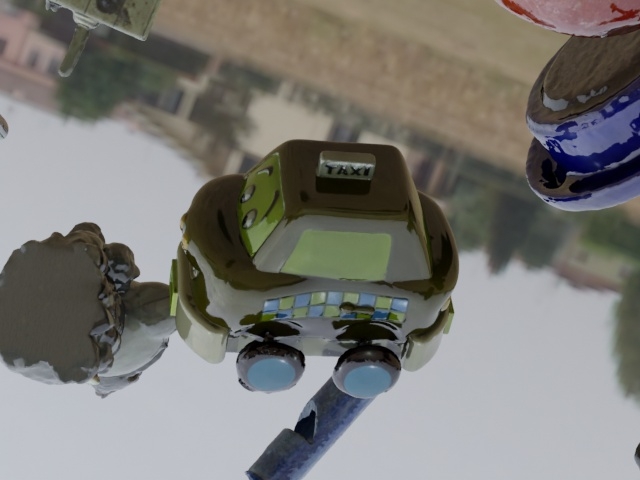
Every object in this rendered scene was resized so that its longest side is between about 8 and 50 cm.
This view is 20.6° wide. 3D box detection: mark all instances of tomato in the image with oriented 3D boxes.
[{"bbox_3d":[0.185,-0.180,1.189,0.159,0.091,0.139,-14,172,44],"label":"tomato"}]

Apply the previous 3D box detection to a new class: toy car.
[{"bbox_3d":[0.000,0.000,1.516,0.247,0.198,0.204,3,-136,-9],"label":"toy car"}]

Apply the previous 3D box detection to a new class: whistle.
[{"bbox_3d":[0.031,0.185,2.115,0.062,0.304,0.062,39,162,15],"label":"whistle"}]

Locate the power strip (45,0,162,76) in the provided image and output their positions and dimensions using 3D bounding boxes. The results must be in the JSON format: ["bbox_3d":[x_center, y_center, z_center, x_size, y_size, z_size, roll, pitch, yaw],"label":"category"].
[{"bbox_3d":[-0.122,-0.234,1.184,0.092,0.268,0.034,21,-177,-41],"label":"power strip"}]

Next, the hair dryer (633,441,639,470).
[{"bbox_3d":[0.312,0.190,1.178,0.244,0.116,0.302,-22,-176,28],"label":"hair dryer"}]

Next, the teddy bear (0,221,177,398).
[{"bbox_3d":[-0.212,0.057,1.694,0.144,0.171,0.251,-18,173,15],"label":"teddy bear"}]

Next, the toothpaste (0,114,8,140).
[{"bbox_3d":[-0.254,-0.094,1.341,0.037,0.021,0.140,43,174,3],"label":"toothpaste"}]

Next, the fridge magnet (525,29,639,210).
[{"bbox_3d":[0.280,-0.132,1.510,0.113,0.265,0.265,46,175,-19],"label":"fridge magnet"}]
